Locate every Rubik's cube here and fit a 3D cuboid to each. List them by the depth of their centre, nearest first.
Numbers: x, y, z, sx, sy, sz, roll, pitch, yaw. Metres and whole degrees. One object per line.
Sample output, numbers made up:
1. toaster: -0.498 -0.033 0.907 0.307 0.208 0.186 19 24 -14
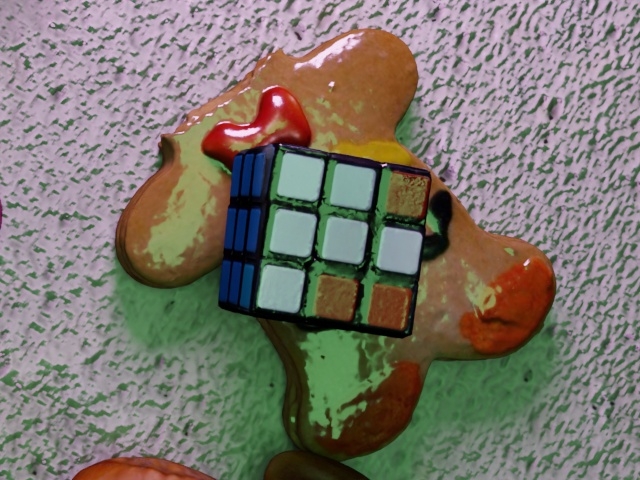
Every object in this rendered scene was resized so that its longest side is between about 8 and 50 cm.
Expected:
1. Rubik's cube: 0.000 0.000 1.742 0.163 0.160 0.162 10 89 -14

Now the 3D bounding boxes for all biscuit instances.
1. biscuit: 0.013 0.007 1.862 0.368 0.076 0.394 -35 96 -12

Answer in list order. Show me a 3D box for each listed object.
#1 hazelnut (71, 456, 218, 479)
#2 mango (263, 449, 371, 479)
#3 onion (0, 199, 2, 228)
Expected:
1. hazelnut: -0.159 0.306 1.753 0.214 0.214 0.176 14 128 -12
2. mango: 0.045 0.313 1.831 0.133 0.111 0.267 -35 104 33
3. onion: -0.357 -0.026 1.763 0.115 0.104 0.115 -1 92 -35
